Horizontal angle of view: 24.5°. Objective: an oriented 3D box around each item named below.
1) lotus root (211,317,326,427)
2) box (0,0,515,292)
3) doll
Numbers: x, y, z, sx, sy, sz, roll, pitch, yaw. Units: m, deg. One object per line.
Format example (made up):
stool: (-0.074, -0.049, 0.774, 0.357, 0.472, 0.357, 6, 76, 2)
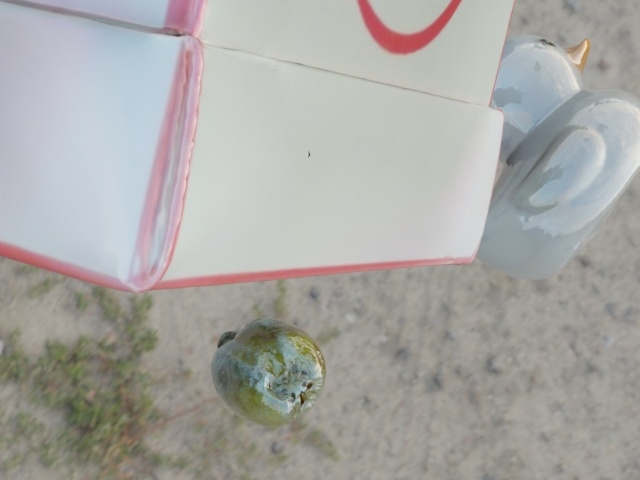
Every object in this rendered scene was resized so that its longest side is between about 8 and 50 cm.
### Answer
lotus root: (-0.062, 0.135, 1.572, 0.113, 0.192, 0.088, -49, 114, -10)
box: (-0.093, -0.161, 0.599, 0.314, 0.312, 0.300, 15, 98, 23)
doll: (0.217, -0.094, 1.498, 0.221, 0.221, 0.251, 35, 89, -7)
